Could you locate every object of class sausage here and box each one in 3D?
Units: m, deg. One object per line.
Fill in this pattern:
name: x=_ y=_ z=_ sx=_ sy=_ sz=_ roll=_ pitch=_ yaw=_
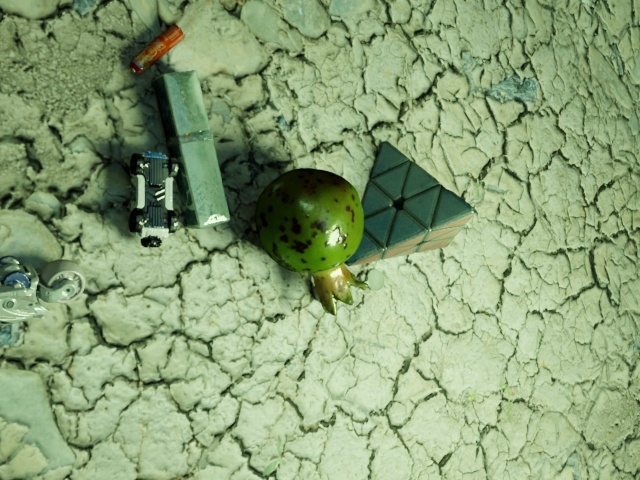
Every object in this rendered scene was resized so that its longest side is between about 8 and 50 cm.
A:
sausage: x=-0.306 y=-0.350 z=1.206 sx=0.034 sy=0.034 sz=0.129 roll=51 pitch=63 yaw=-21

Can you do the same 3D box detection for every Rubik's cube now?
Rubik's cube: x=0.208 y=-0.055 z=1.467 sx=0.233 sy=0.228 sz=0.229 roll=17 pitch=122 yaw=3

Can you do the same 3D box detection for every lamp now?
lamp: x=0.074 y=0.100 z=1.432 sx=0.198 sy=0.056 sz=0.050 roll=-11 pitch=92 yaw=-36

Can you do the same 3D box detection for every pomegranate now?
pomegranate: x=0.002 y=-0.007 z=1.261 sx=0.231 sy=0.231 sz=0.286 roll=-31 pitch=83 yaw=-30

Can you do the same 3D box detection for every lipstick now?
lipstick: x=-0.239 y=-0.165 z=1.217 sx=0.076 sy=0.077 sz=0.290 roll=-18 pitch=99 yaw=-33

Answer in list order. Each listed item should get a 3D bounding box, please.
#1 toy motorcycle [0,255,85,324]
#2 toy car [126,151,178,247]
toy motorcycle: x=-0.504 y=0.087 z=1.034 sx=0.254 sy=0.112 sz=0.112 roll=-6 pitch=91 yaw=-35
toy car: x=-0.304 y=-0.073 z=1.175 sx=0.080 sy=0.070 sz=0.171 roll=2 pitch=86 yaw=-33
